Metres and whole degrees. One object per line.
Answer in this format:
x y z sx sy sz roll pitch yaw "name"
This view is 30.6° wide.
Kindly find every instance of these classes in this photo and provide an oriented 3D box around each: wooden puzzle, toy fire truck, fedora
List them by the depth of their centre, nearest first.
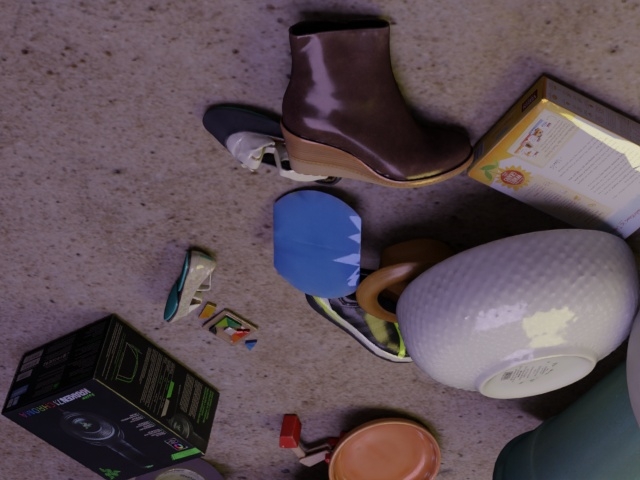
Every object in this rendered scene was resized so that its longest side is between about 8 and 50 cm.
0.143 0.051 1.658 0.194 0.079 0.194 -4 149 -2 "fedora"
-0.148 0.142 1.887 0.116 0.014 0.078 28 137 -20 "wooden puzzle"
0.007 0.386 2.113 0.135 0.047 0.192 0 140 13 "toy fire truck"

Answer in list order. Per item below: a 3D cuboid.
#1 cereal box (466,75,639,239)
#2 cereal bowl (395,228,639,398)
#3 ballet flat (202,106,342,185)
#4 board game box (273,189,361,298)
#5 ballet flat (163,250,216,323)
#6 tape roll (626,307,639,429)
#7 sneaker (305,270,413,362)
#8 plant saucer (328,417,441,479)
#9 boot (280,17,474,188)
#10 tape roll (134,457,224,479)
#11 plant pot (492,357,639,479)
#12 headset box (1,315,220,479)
0.331 -0.095 1.479 0.240 0.047 0.173 24 140 -17 "cereal box"
0.278 0.122 1.586 0.339 0.141 0.339 -10 155 -4 "cereal bowl"
-0.059 -0.118 1.521 0.203 0.074 0.074 17 140 -7 "ballet flat"
0.000 0.000 1.655 0.133 0.033 0.168 12 119 20 "board game box"
-0.198 0.079 1.794 0.052 0.057 0.168 11 141 -16 "ballet flat"
0.594 0.164 1.520 0.392 0.072 0.391 -1 98 -6 "tape roll"
0.084 0.104 1.737 0.235 0.084 0.097 30 135 -21 "sneaker"
0.110 0.385 2.049 0.200 0.037 0.199 -4 121 -7 "plant saucer"
0.076 -0.168 1.421 0.249 0.090 0.206 -1 130 -6 "boot"
-0.269 0.503 2.199 0.189 0.189 0.080 17 139 -7 "tape roll"
0.491 0.340 1.762 0.341 0.341 0.334 22 131 -13 "plant pot"
-0.350 0.285 2.007 0.246 0.131 0.283 -22 131 34 "headset box"
